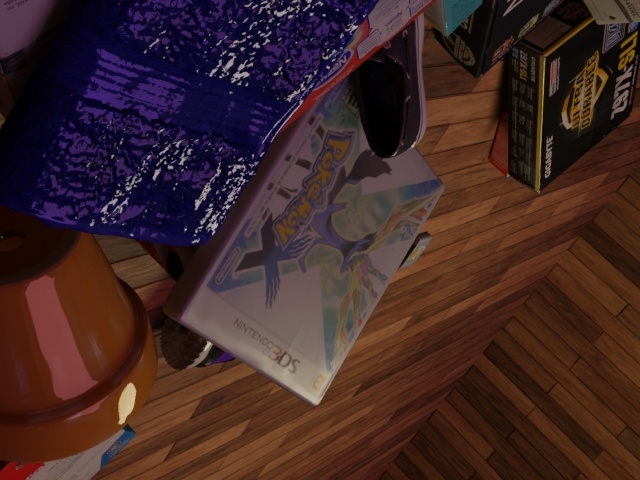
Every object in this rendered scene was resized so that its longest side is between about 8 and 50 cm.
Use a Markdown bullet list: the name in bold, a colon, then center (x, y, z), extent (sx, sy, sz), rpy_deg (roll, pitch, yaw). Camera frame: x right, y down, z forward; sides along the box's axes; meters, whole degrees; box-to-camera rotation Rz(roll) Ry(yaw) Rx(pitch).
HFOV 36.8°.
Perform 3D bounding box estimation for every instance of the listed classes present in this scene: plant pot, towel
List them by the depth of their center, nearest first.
- **towel**: center (-0.081, -0.127, 0.688), extent (0.227, 0.076, 0.308), rpy_deg (5, 127, -51)
- **plant pot**: center (-0.262, 0.063, 0.872), extent (0.205, 0.205, 0.188), rpy_deg (-33, 142, -29)

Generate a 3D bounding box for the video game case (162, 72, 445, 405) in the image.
- **video game case**: center (0.000, 0.000, 1.099), extent (0.329, 0.036, 0.300), rpy_deg (-59, 142, -9)

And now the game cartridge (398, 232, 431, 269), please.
- **game cartridge**: center (0.183, 0.021, 1.870), extent (0.056, 0.017, 0.083), rpy_deg (-21, 149, -55)

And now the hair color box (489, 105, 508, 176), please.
- **hair color box**: center (0.365, -0.198, 1.740), extent (0.093, 0.053, 0.167), rpy_deg (-38, 160, -18)

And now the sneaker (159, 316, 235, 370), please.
- **sneaker**: center (-0.082, 0.064, 1.294), extent (0.293, 0.102, 0.146), rpy_deg (-45, 148, 24)

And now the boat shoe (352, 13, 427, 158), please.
- **boat shoe**: center (0.060, -0.192, 0.993), extent (0.076, 0.080, 0.229), rpy_deg (-45, 134, -53)

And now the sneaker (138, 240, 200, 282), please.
- **sneaker**: center (-0.132, -0.058, 1.029), extent (0.121, 0.099, 0.262), rpy_deg (-43, 169, -25)

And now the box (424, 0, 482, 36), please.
- **box**: center (0.106, -0.312, 0.958), extent (0.060, 0.100, 0.244), rpy_deg (-44, 160, -7)

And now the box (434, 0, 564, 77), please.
- **box**: center (0.308, -0.404, 1.130), extent (0.395, 0.097, 0.318), rpy_deg (-42, 166, -7)

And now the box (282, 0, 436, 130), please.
- **box**: center (-0.020, -0.216, 0.866), extent (0.257, 0.122, 0.128), rpy_deg (-41, 158, -7)

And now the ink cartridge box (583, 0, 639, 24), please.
- **ink cartridge box**: center (0.428, -0.368, 1.353), extent (0.063, 0.109, 0.150), rpy_deg (-40, -161, -7)

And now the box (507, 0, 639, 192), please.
- **box**: center (0.423, -0.268, 1.589), extent (0.257, 0.079, 0.322), rpy_deg (-39, 146, -20)

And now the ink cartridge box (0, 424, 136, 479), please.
- **ink cartridge box**: center (-0.344, 0.254, 1.222), extent (0.134, 0.078, 0.231), rpy_deg (-44, 160, -5)

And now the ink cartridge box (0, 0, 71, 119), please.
- **ink cartridge box**: center (-0.182, -0.187, 0.665), extent (0.153, 0.087, 0.208), rpy_deg (-36, 157, -23)
